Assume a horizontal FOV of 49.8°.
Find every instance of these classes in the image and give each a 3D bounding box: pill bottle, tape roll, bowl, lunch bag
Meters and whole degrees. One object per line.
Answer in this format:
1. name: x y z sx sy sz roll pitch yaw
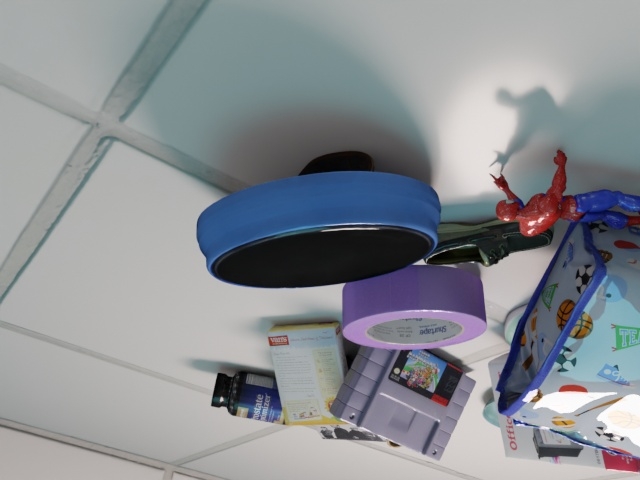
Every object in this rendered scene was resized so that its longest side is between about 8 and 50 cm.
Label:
1. pill bottle: -0.185 0.430 1.900 0.219 0.122 0.123 11 148 -5
2. tape roll: 0.179 0.135 1.337 0.275 0.090 0.275 1 157 0
3. bowl: 0.000 0.000 1.098 0.391 0.077 0.391 -6 163 -2
4. lunch bag: 0.501 0.183 1.126 0.328 0.239 0.385 16 120 4

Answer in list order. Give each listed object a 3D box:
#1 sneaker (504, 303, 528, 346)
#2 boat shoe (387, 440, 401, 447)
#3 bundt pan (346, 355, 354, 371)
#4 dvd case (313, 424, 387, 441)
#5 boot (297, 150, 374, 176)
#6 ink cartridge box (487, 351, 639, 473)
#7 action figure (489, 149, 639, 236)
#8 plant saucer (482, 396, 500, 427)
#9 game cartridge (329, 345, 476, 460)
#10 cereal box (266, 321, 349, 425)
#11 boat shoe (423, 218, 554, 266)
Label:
1. sneaker: 0.442 0.204 1.375 0.094 0.151 0.256 12 149 -9
2. boat shoe: 0.260 0.489 1.904 0.122 0.110 0.341 11 148 -5
3. bundt pan: 0.083 0.397 1.787 0.331 0.124 0.331 5 148 3
4. dvd case: 0.065 0.458 1.746 0.179 0.029 0.238 -1 146 15
5. boot: 0.015 -0.079 1.119 0.219 0.082 0.106 -22 159 33
6. ink cartridge box: 0.524 0.343 1.432 0.131 0.226 0.306 -8 176 -42
7. action figure: 0.370 -0.078 1.020 0.280 0.139 0.091 -6 149 -20
8. plant saucer: 0.592 0.449 1.831 0.318 0.043 0.317 6 148 4
9. game cartridge: 0.206 0.362 1.619 0.355 0.230 0.068 31 177 -33
10. cereal box: -0.020 0.312 1.608 0.173 0.240 0.047 -6 -170 22
11. boat shoe: 0.282 0.011 1.176 0.224 0.073 0.080 -3 147 18
